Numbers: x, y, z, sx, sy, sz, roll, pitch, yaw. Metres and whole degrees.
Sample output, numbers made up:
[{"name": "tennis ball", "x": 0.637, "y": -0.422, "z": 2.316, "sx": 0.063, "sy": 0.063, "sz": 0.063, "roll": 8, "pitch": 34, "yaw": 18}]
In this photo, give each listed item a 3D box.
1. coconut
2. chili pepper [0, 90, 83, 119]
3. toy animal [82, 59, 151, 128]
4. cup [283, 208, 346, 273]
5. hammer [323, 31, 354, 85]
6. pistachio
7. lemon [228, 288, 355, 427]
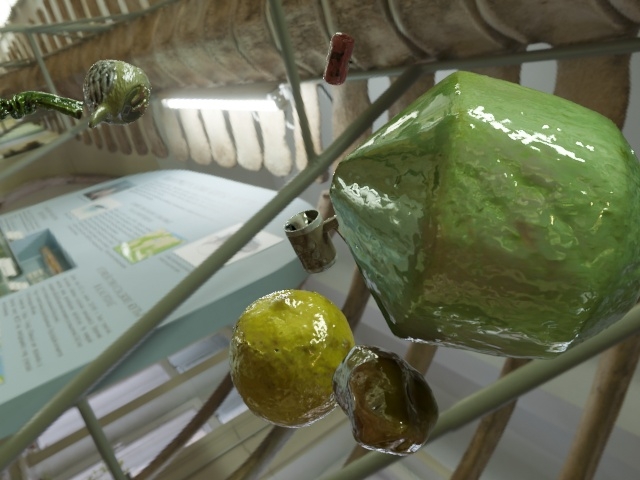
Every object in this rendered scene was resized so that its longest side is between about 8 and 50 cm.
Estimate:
[{"name": "coconut", "x": 0.169, "y": -0.030, "z": 0.614, "sx": 0.328, "sy": 0.328, "sz": 0.281, "roll": 57, "pitch": -11, "yaw": 13}, {"name": "chili pepper", "x": -0.263, "y": -0.124, "z": 0.526, "sx": 0.022, "sy": 0.083, "sz": 0.027, "roll": -151, "pitch": -122, "yaw": -66}, {"name": "toy animal", "x": -0.316, "y": -0.213, "z": 0.842, "sx": 0.098, "sy": 0.137, "sz": 0.098, "roll": 20, "pitch": -46, "yaw": 22}, {"name": "cup", "x": -0.003, "y": -0.002, "z": 1.039, "sx": 0.099, "sy": 0.102, "sz": 0.074, "roll": 66, "pitch": -4, "yaw": -26}, {"name": "hammer", "x": 0.031, "y": -0.293, "z": 0.924, "sx": 0.043, "sy": 0.043, "sz": 0.083, "roll": 42, "pitch": -49, "yaw": 38}, {"name": "pistachio", "x": 0.074, "y": 0.175, "z": 0.639, "sx": 0.189, "sy": 0.110, "sz": 0.100, "roll": 156, "pitch": -48, "yaw": -81}, {"name": "lemon", "x": -0.068, "y": 0.315, "z": 1.502, "sx": 0.350, "sy": 0.349, "sz": 0.387, "roll": 33, "pitch": -43, "yaw": 47}]
